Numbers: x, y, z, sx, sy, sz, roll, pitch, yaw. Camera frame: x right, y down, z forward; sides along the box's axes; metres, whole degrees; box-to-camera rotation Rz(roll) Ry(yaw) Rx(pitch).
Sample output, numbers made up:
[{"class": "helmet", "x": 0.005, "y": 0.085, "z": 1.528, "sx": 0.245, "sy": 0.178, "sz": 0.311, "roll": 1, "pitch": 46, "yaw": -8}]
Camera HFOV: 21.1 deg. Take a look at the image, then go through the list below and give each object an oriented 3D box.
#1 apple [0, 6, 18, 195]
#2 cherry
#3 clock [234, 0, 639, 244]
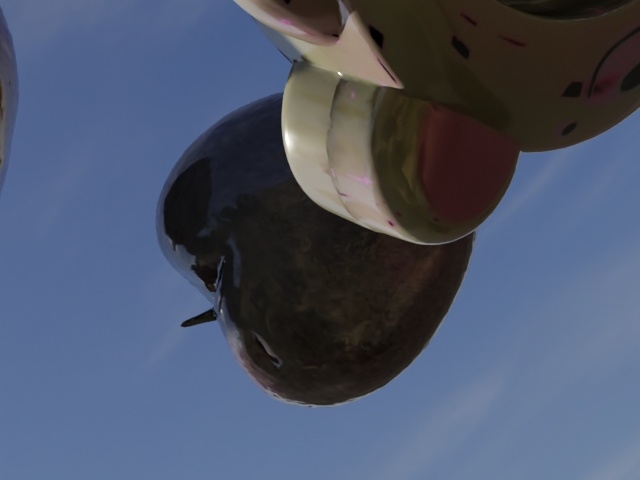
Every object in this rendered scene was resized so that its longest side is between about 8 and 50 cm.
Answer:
[{"class": "apple", "x": -0.300, "y": -0.090, "z": 0.961, "sx": 0.301, "sy": 0.301, "sz": 0.301, "roll": -33, "pitch": -24, "yaw": -17}, {"class": "cherry", "x": -0.001, "y": -0.004, "z": 0.916, "sx": 0.176, "sy": 0.176, "sz": 0.140, "roll": -41, "pitch": -24, "yaw": 1}, {"class": "clock", "x": 0.067, "y": -0.174, "z": 0.601, "sx": 0.284, "sy": 0.114, "sz": 0.309, "roll": -34, "pitch": -54, "yaw": -30}]
